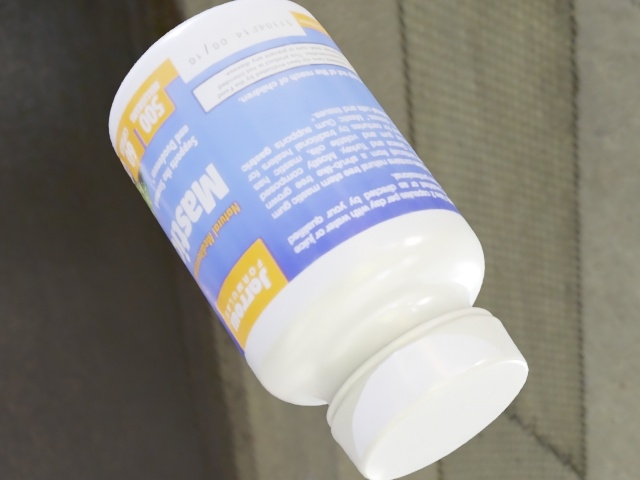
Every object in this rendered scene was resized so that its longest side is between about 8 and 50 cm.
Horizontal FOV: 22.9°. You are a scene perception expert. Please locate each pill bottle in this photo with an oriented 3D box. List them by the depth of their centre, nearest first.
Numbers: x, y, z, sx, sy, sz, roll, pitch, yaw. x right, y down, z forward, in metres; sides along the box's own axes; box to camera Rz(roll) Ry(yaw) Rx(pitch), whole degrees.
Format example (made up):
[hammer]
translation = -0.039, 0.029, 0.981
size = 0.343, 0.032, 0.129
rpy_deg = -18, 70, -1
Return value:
[pill bottle]
translation = 0.000, 0.000, 0.930
size = 0.272, 0.152, 0.152
rpy_deg = 56, 147, 25
